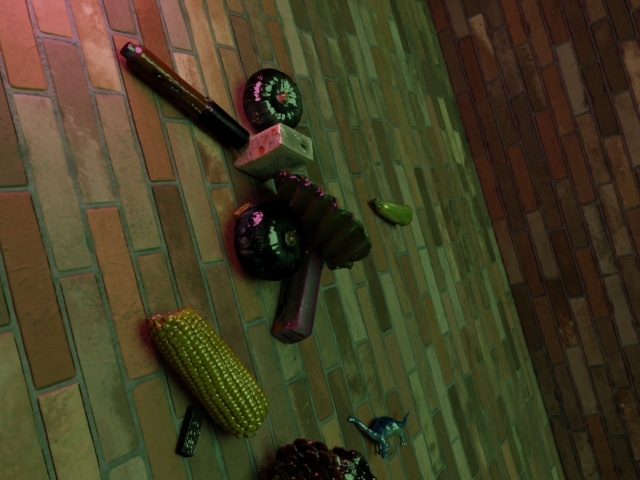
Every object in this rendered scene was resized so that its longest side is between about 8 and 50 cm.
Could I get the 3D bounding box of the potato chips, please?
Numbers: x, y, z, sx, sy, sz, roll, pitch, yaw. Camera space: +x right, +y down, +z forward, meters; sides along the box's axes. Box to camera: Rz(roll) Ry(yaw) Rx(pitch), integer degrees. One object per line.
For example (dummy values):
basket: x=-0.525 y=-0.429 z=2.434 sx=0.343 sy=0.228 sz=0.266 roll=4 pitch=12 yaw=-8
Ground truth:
potato chips: x=-0.013 y=-0.064 z=1.684 sx=0.070 sy=0.429 sz=0.358 roll=-40 pitch=88 yaw=-18

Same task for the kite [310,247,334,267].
kite: x=0.000 y=0.000 z=1.976 sx=0.234 sy=0.016 sz=0.321 roll=27 pitch=54 yaw=-46

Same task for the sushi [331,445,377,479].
sushi: x=0.090 y=0.710 z=1.686 sx=0.126 sy=0.136 sz=0.225 roll=-38 pitch=112 yaw=-46

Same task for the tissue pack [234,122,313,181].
tissue pack: x=-0.140 y=-0.259 z=1.729 sx=0.148 sy=0.196 sz=0.092 roll=20 pitch=58 yaw=-48

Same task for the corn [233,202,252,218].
corn: x=-0.223 y=-0.086 z=1.687 sx=0.083 sy=0.027 sz=0.028 roll=-46 pitch=147 yaw=-51

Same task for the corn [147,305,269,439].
corn: x=-0.252 y=0.308 z=1.371 sx=0.387 sy=0.143 sz=0.144 roll=60 pitch=36 yaw=-19

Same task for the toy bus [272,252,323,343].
toy bus: x=-0.063 y=0.165 z=1.735 sx=0.090 sy=0.112 sz=0.274 roll=34 pitch=49 yaw=-33

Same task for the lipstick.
lipstick: x=-0.358 y=-0.386 z=1.583 sx=0.418 sy=0.077 sz=0.077 roll=36 pitch=48 yaw=-40

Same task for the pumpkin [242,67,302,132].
pumpkin: x=-0.148 y=-0.435 z=1.835 sx=0.211 sy=0.152 sz=0.212 roll=24 pitch=57 yaw=-42

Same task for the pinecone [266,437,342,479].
pinecone: x=-0.046 y=0.606 z=1.471 sx=0.207 sy=0.207 sz=0.208 roll=28 pitch=54 yaw=-46

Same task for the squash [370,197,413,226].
squash: x=0.280 y=-0.129 z=2.384 sx=0.224 sy=0.094 sz=0.094 roll=18 pitch=61 yaw=-43

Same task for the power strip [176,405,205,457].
power strip: x=-0.299 y=0.439 z=1.342 sx=0.038 sy=0.029 sz=0.111 roll=41 pitch=45 yaw=-38

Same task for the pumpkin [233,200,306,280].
pumpkin: x=-0.138 y=0.002 z=1.646 sx=0.233 sy=0.163 sz=0.233 roll=23 pitch=62 yaw=-50

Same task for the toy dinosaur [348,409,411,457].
toy dinosaur: x=0.216 y=0.650 z=1.948 sx=0.329 sy=0.076 sz=0.145 roll=10 pitch=61 yaw=-42
